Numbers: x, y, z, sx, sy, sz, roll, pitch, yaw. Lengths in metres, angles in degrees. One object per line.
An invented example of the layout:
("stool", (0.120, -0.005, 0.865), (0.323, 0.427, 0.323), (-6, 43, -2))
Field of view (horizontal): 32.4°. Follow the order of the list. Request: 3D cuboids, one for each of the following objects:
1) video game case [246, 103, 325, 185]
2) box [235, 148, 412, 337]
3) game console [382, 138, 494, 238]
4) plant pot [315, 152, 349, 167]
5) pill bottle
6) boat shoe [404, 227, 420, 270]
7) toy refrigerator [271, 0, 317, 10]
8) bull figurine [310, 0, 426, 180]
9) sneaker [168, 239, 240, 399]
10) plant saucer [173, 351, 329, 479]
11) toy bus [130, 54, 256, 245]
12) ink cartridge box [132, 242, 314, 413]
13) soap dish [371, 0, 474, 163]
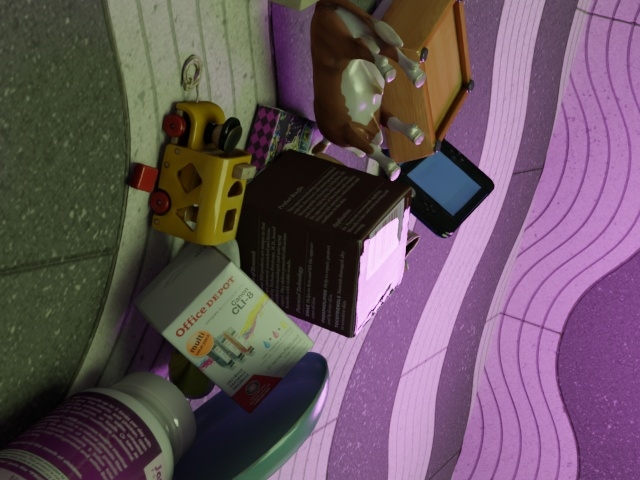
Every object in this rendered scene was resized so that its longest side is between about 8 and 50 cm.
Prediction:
("video game case", (-0.066, -0.077, 1.660), (0.210, 0.042, 0.232), (2, 106, -69))
("box", (0.000, 0.000, 1.547), (0.168, 0.203, 0.167), (-45, 146, -47))
("game console", (0.248, -0.184, 2.192), (0.173, 0.250, 0.293), (-53, 173, 37))
("plant pot", (0.027, -0.060, 1.716), (0.134, 0.095, 0.134), (18, 90, -72))
("pill bottle", (-0.274, 0.273, 1.262), (0.301, 0.169, 0.169), (-39, 142, -54))
("boat shoe", (0.146, 0.046, 2.252), (0.190, 0.072, 0.068), (-59, 156, -28))
("toy refrigerator", (0.005, -0.409, 1.493), (0.269, 0.094, 0.102), (-43, 150, -48))
("bull figurine", (0.054, -0.200, 1.557), (0.101, 0.188, 0.310), (-42, 146, -22))
("sneaker", (-0.160, 0.097, 1.548), (0.126, 0.091, 0.240), (-58, 163, -81))
("plant saucer", (-0.112, 0.258, 1.409), (0.044, 0.317, 0.317), (56, 43, -13))
("toy bus", (-0.137, -0.093, 1.384), (0.191, 0.104, 0.202), (-61, 157, -26))
("ink cartridge box", (-0.126, 0.105, 1.410), (0.128, 0.127, 0.176), (-47, 119, -6))
("soap dish", (0.175, -0.306, 1.930), (0.229, 0.118, 0.291), (-58, 151, -31))
